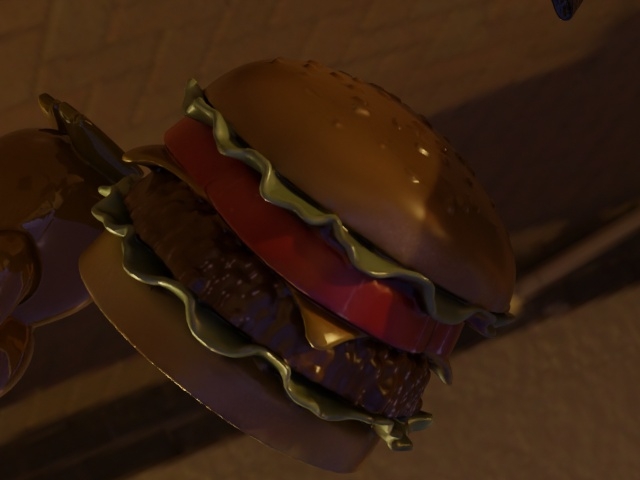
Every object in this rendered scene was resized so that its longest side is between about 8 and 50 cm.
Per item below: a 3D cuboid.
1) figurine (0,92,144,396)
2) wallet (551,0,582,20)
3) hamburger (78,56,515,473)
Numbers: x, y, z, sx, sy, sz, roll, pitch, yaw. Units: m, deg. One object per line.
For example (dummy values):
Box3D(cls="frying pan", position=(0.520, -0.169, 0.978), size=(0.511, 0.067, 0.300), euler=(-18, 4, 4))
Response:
Box3D(cls="figurine", position=(-0.238, 0.009, 1.293), size=(0.228, 0.215, 0.215), euler=(-25, 162, -11))
Box3D(cls="wallet", position=(0.172, -0.203, 1.178), size=(0.018, 0.082, 0.157), euler=(-7, -167, 16))
Box3D(cls="hamburger", position=(0.000, 0.000, 1.111), size=(0.212, 0.274, 0.274), euler=(-52, 156, 11))
